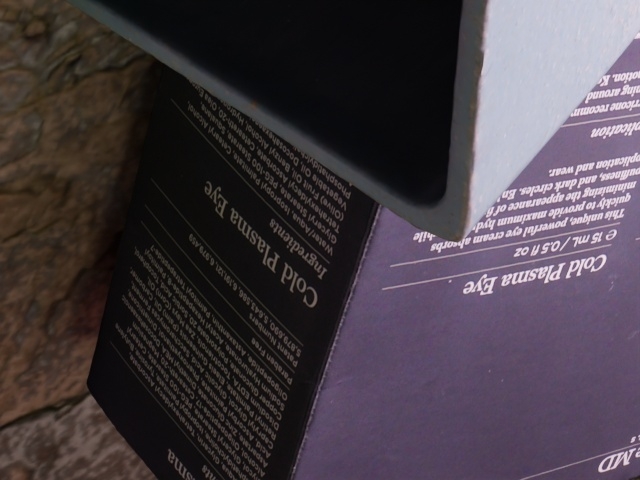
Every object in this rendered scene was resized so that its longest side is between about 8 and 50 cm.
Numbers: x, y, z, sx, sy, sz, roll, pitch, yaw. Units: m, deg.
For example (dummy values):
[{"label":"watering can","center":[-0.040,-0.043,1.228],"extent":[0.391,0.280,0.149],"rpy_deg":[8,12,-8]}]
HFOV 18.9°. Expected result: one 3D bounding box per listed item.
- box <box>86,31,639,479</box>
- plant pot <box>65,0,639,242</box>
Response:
[{"label":"box","center":[0.088,-0.021,1.003],"extent":[0.343,0.179,0.312],"rpy_deg":[-10,130,-36]},{"label":"plant pot","center":[0.044,-0.203,0.730],"extent":[0.252,0.248,0.247],"rpy_deg":[-39,149,-31]}]
